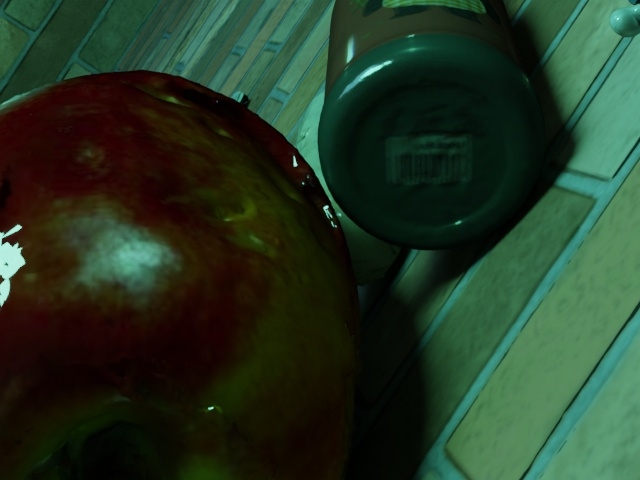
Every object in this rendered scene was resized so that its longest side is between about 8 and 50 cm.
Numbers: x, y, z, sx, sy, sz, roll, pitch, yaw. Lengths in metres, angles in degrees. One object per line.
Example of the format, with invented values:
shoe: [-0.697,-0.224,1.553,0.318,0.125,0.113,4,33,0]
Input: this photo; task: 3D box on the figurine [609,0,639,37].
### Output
figurine: [0.201,-0.135,0.692,0.086,0.094,0.082,-25,64,5]

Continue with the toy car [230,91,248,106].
toy car: [-0.124,-0.167,1.686,0.093,0.025,0.041,-23,36,59]

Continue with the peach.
peach: [-0.135,0.072,0.827,0.353,0.339,0.416,-42,17,1]

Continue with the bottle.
bottle: [0.070,-0.132,0.935,0.144,0.144,0.336,-49,19,23]

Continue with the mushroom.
mushroom: [0.022,-0.049,1.001,0.223,0.092,0.081,-82,19,-56]
